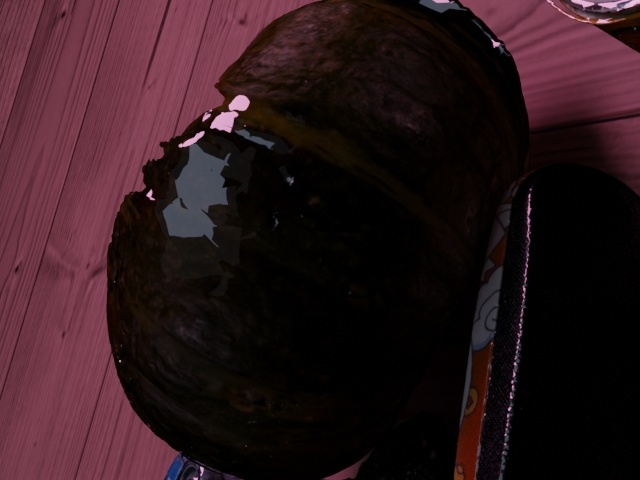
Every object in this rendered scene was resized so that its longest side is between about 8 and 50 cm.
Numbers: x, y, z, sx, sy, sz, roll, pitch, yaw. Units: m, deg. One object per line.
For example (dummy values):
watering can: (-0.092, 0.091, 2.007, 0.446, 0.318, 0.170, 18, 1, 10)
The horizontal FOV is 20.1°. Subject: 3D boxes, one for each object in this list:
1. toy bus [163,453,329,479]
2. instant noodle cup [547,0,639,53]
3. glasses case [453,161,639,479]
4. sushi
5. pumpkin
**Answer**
toy bus: (-0.031, 0.238, 1.123, 0.134, 0.113, 0.246, -67, 28, 17)
instant noodle cup: (0.217, -0.160, 0.871, 0.216, 0.172, 0.215, -31, 51, 47)
glasses case: (0.127, 0.086, 0.952, 0.067, 0.103, 0.266, -21, 52, 52)
sushi: (0.057, 0.159, 1.085, 0.083, 0.056, 0.084, -52, 30, 16)
pumpkin: (0.000, 0.000, 1.077, 0.320, 0.192, 0.320, -58, -4, -6)
